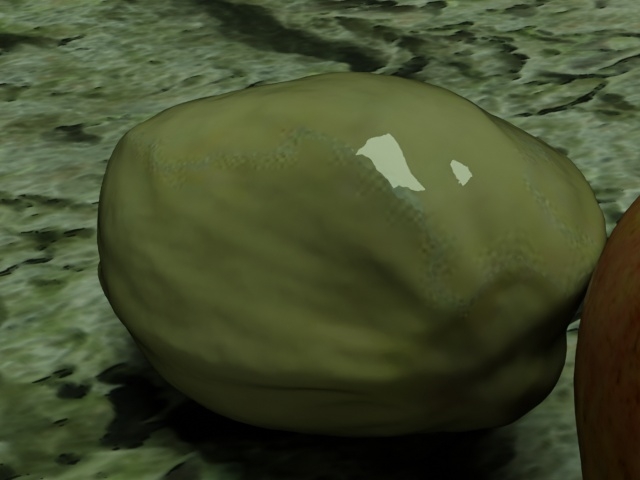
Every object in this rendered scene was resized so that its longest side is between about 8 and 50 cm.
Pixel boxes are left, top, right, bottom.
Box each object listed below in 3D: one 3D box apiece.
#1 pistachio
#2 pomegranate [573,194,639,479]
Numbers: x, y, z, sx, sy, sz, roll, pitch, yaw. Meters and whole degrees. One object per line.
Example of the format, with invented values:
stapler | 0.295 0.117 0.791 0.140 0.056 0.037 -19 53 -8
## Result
pistachio | 0.000 0.000 1.033 0.332 0.207 0.226 8 46 38
pomegranate | 0.282 0.051 0.849 0.338 0.338 0.338 3 28 -1
